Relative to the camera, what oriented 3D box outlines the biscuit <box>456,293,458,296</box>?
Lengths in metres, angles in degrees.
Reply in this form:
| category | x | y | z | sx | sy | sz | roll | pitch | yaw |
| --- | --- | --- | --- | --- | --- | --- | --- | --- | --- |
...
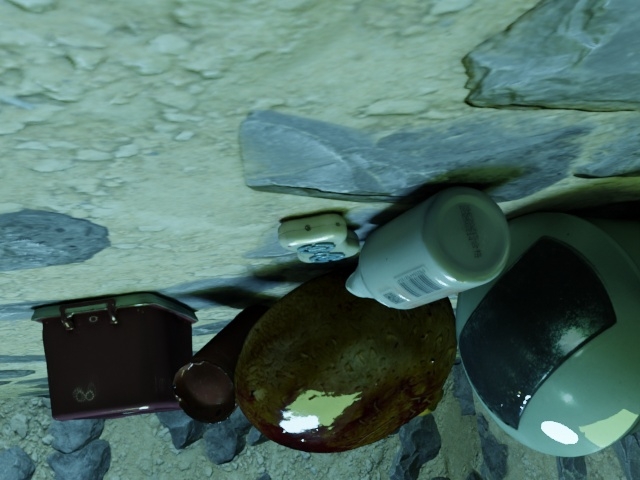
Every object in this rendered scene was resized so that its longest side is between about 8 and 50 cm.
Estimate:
| category | x | y | z | sx | sy | sz | roll | pitch | yaw |
| --- | --- | --- | --- | --- | --- | --- | --- | --- | --- |
| biscuit | 0.315 | 0.080 | 1.326 | 0.118 | 0.061 | 0.183 | -4 | 164 | -27 |

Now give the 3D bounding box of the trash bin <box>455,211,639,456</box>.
| category | x | y | z | sx | sy | sz | roll | pitch | yaw |
| --- | --- | --- | --- | --- | --- | --- | --- | --- | --- |
| trash bin | 0.379 | 0.102 | 0.999 | 0.432 | 0.280 | 0.280 | -2 | 167 | -36 |

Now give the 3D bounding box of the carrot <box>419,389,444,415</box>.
| category | x | y | z | sx | sy | sz | roll | pitch | yaw |
| --- | --- | --- | --- | --- | --- | --- | --- | --- | --- |
| carrot | 0.056 | 0.235 | 1.466 | 0.341 | 0.241 | 0.241 | -17 | 164 | 28 |

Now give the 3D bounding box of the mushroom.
| category | x | y | z | sx | sy | sz | roll | pitch | yaw |
| --- | --- | --- | --- | --- | --- | --- | --- | --- | --- |
| mushroom | 0.051 | 0.175 | 1.162 | 0.345 | 0.239 | 0.345 | -42 | 163 | -16 |

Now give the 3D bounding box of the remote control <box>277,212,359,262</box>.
| category | x | y | z | sx | sy | sz | roll | pitch | yaw |
| --- | --- | --- | --- | --- | --- | --- | --- | --- | --- |
| remote control | 0.000 | 0.000 | 0.862 | 0.074 | 0.032 | 0.122 | -9 | 167 | 11 |

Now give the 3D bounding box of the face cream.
| category | x | y | z | sx | sy | sz | roll | pitch | yaw |
| --- | --- | --- | --- | --- | --- | --- | --- | --- | --- |
| face cream | 0.097 | 0.023 | 0.866 | 0.101 | 0.101 | 0.252 | -2 | 167 | -22 |

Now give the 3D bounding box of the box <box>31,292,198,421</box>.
| category | x | y | z | sx | sy | sz | roll | pitch | yaw |
| --- | --- | --- | --- | --- | --- | --- | --- | --- | --- |
| box | -0.302 | 0.189 | 1.235 | 0.193 | 0.167 | 0.294 | -10 | 168 | 4 |

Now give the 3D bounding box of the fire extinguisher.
| category | x | y | z | sx | sy | sz | roll | pitch | yaw |
| --- | --- | --- | --- | --- | --- | --- | --- | --- | --- |
| fire extinguisher | -0.138 | 0.188 | 1.320 | 0.147 | 0.106 | 0.337 | -30 | -176 | 22 |
